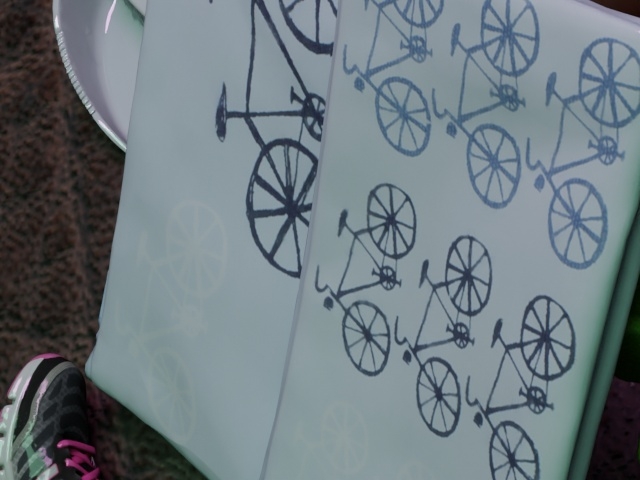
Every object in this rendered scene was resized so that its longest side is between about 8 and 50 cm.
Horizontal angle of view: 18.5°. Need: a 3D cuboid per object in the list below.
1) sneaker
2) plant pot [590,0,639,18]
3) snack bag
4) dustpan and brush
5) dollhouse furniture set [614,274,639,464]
[{"bbox_3d":[-0.122,0.140,1.000,0.074,0.063,0.170,-8,70,21],"label":"sneaker"},{"bbox_3d":[0.095,-0.198,0.947,0.243,0.275,0.275,-35,58,20],"label":"plant pot"},{"bbox_3d":[0.000,0.000,0.852,0.342,0.037,0.323,37,126,43],"label":"snack bag"},{"bbox_3d":[-0.113,-0.160,1.123,0.147,0.060,0.211,-44,58,1],"label":"dustpan and brush"},{"bbox_3d":[0.285,0.034,0.797,0.301,0.197,0.151,4,58,25],"label":"dollhouse furniture set"}]
